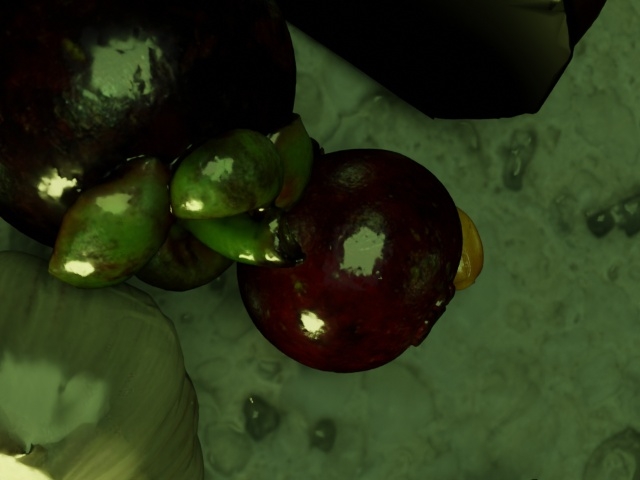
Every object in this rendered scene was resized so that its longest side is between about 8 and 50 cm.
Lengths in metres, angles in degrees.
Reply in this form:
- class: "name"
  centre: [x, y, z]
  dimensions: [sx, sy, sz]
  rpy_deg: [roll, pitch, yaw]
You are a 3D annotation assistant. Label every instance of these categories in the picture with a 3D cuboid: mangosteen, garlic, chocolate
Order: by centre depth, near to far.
- class: "mangosteen"
  centre: [-0.150, -0.110, 1.124]
  dimensions: [0.311, 0.311, 0.311]
  rpy_deg: [1, 85, -10]
- class: "garlic"
  centre: [-0.256, 0.141, 1.161]
  dimensions: [0.318, 0.259, 0.317]
  rpy_deg: [4, 119, 6]
- class: "mangosteen"
  centre: [0.000, 0.000, 1.249]
  dimensions: [0.258, 0.215, 0.215]
  rpy_deg: [32, 80, 12]
- class: "chocolate"
  centre: [0.140, -0.356, 1.252]
  dimensions: [0.384, 0.383, 0.331]
  rpy_deg: [38, 63, -5]

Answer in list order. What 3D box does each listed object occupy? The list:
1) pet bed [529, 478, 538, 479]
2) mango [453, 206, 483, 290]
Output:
- class: "pet bed"
  centre: [0.149, 0.347, 1.274]
  dimensions: [0.183, 0.159, 0.210]
  rpy_deg: [-28, 92, -40]
- class: "mango"
  centre: [0.128, 0.005, 1.345]
  dimensions: [0.060, 0.046, 0.089]
  rpy_deg: [-13, 83, -10]
